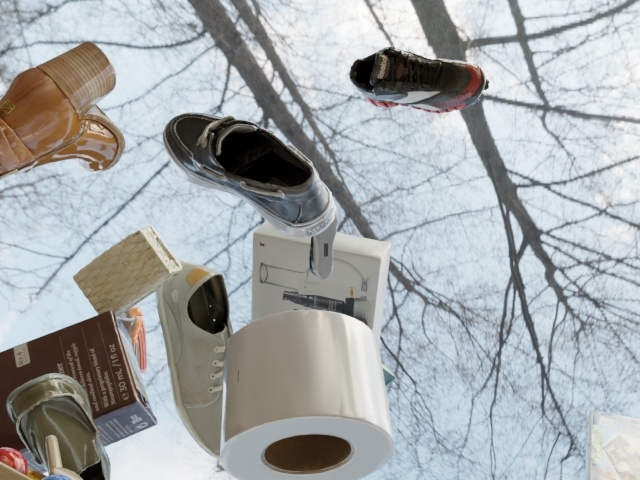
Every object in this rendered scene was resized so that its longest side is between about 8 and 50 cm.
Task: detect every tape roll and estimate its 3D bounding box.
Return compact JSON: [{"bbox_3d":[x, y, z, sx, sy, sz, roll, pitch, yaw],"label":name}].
[{"bbox_3d":[-0.023,0.238,0.960,0.246,0.246,0.169,-14,-133,10],"label":"tape roll"}]

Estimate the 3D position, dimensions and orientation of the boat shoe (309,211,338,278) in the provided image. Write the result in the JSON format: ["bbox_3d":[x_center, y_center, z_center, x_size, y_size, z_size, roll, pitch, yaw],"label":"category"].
[{"bbox_3d":[0.000,0.000,1.207,0.040,0.049,0.142,14,-78,54],"label":"boat shoe"}]

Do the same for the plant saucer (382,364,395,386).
[{"bbox_3d":[0.051,0.267,1.151,0.067,0.018,0.192,38,-57,-4],"label":"plant saucer"}]

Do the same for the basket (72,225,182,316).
[{"bbox_3d":[-0.360,0.060,1.222,0.167,0.103,0.113,-36,-88,-3],"label":"basket"}]

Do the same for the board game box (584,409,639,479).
[{"bbox_3d":[0.542,0.378,1.078,0.193,0.305,0.053,8,-79,22],"label":"board game box"}]

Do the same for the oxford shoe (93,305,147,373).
[{"bbox_3d":[-0.472,0.235,1.509,0.133,0.364,0.130,-3,-87,-18],"label":"oxford shoe"}]

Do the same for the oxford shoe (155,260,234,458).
[{"bbox_3d":[-0.228,0.258,1.374,0.130,0.169,0.449,-6,-78,31],"label":"oxford shoe"}]

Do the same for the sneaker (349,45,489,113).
[{"bbox_3d":[0.168,-0.298,1.209,0.276,0.135,0.097,13,-91,38],"label":"sneaker"}]

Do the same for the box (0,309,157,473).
[{"bbox_3d":[-0.497,0.287,1.110,0.381,0.143,0.191,-22,-121,-11],"label":"box"}]

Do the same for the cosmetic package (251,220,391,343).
[{"bbox_3d":[-0.009,0.161,1.456,0.284,0.377,0.097,12,-153,17],"label":"cosmetic package"}]

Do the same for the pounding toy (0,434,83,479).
[{"bbox_3d":[-0.218,0.201,0.496,0.130,0.141,0.100,17,-115,20],"label":"pounding toy"}]

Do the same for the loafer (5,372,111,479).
[{"bbox_3d":[-0.333,0.272,0.876,0.094,0.251,0.087,-31,-132,-19],"label":"loafer"}]

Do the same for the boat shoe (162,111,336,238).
[{"bbox_3d":[-0.108,-0.110,0.833,0.108,0.102,0.301,-43,-125,-16],"label":"boat shoe"}]

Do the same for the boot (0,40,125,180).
[{"bbox_3d":[-0.262,-0.087,0.599,0.073,0.197,0.152,42,-116,6],"label":"boot"}]
